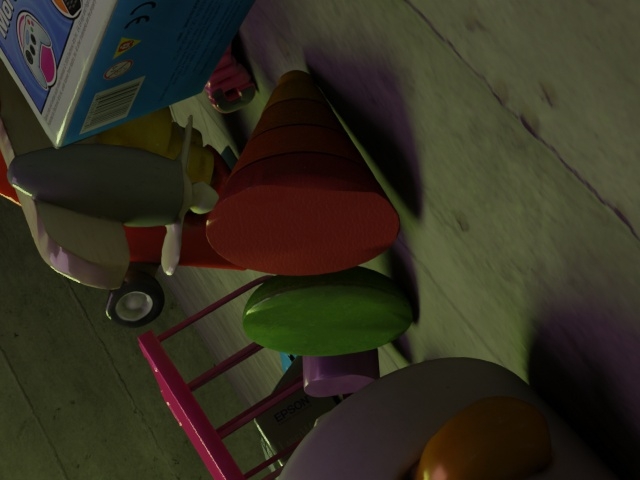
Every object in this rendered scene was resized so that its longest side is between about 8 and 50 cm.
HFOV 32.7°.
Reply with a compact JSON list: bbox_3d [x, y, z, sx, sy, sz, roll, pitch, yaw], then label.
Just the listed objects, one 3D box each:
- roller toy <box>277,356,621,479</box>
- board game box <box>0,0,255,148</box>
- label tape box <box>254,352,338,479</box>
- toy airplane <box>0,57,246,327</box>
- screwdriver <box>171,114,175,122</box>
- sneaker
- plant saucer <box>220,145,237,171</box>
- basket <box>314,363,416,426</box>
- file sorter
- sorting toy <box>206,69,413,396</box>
[{"bbox_3d":[0.080,0.175,0.613,0.191,0.209,0.146,23,-163,-41],"label":"roller toy"},{"bbox_3d":[-0.113,-0.240,0.425,0.302,0.086,0.308,59,149,8],"label":"board game box"},{"bbox_3d":[-0.007,0.295,1.457,0.347,0.115,0.249,53,167,22],"label":"label tape box"},{"bbox_3d":[-0.230,-0.117,0.993,0.386,0.272,0.384,46,-166,9],"label":"toy airplane"},{"bbox_3d":[-0.192,-0.180,1.322,0.024,0.025,0.170,53,175,28],"label":"screwdriver"},{"bbox_3d":[-0.090,-0.160,0.876,0.119,0.047,0.057,75,173,-47],"label":"sneaker"},{"bbox_3d":[-0.056,-0.009,1.155,0.192,0.018,0.067,59,168,11],"label":"plant saucer"},{"bbox_3d":[0.059,0.188,0.915,0.103,0.113,0.167,58,168,21],"label":"basket"},{"bbox_3d":[-0.045,0.214,1.245,0.290,0.182,0.202,54,166,24],"label":"file sorter"},{"bbox_3d":[0.000,0.000,0.817,0.365,0.127,0.126,77,-171,-62],"label":"sorting toy"}]
